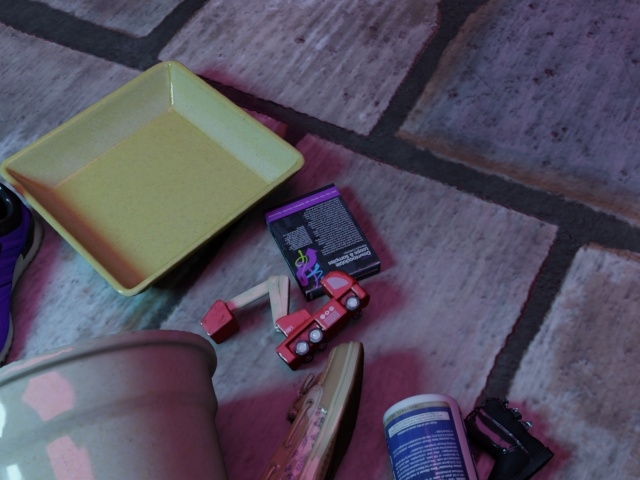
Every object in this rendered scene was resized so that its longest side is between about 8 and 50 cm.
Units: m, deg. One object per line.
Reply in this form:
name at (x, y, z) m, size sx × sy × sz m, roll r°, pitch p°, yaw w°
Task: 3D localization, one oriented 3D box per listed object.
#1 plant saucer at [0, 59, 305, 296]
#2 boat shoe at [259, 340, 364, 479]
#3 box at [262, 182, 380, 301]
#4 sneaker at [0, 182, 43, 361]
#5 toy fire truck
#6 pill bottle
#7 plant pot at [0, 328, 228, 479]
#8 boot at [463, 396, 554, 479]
plant saucer at (-0.245, -0.090, 1.204) m, size 0.332 × 0.081 × 0.332 m, roll -39°, pitch 61°, yaw -22°
boat shoe at (-0.022, 0.237, 0.935) m, size 0.089 × 0.105 × 0.285 m, roll 14°, pitch 58°, yaw 17°
box at (0.000, 0.000, 1.154) m, size 0.116 × 0.029 × 0.162 m, roll -21°, pitch 54°, yaw -11°
sneaker at (-0.467, 0.041, 1.078) m, size 0.102 × 0.146 × 0.294 m, roll -1°, pitch 53°, yaw 3°
toy fire truck at (-0.046, 0.093, 1.059) m, size 0.192 × 0.047 × 0.135 m, roll -41°, pitch 69°, yaw -9°
pill bottle at (0.130, 0.268, 0.908) m, size 0.094 × 0.094 × 0.169 m, roll -8°, pitch 53°, yaw -3°
plant pot at (-0.205, 0.301, 0.792) m, size 0.333 × 0.334 × 0.306 m, roll -22°, pitch 66°, yaw -12°
boot at (0.204, 0.247, 0.950) m, size 0.121 × 0.045 × 0.099 m, roll -31°, pitch 60°, yaw -27°
